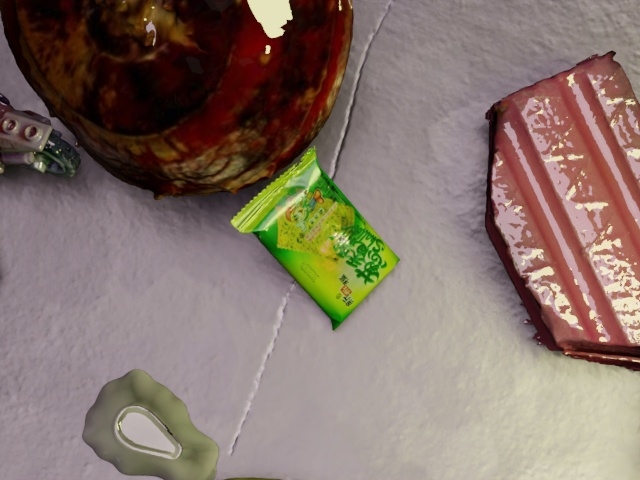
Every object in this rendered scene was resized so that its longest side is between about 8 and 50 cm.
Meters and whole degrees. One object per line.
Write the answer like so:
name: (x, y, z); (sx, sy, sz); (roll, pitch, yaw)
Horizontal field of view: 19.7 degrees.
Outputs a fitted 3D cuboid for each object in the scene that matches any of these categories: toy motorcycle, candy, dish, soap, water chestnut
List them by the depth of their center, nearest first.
water chestnut: (-0.108, -0.211, 1.677); (0.350, 0.302, 0.350); (9, 109, 26)
candy: (0.001, 0.001, 1.701); (0.102, 0.032, 0.178); (-48, 129, -8)
toy motorcycle: (-0.324, -0.115, 1.708); (0.213, 0.122, 0.082); (17, 78, 24)
soap: (0.251, -0.010, 1.712); (0.182, 0.112, 0.289); (-26, 82, -2)
dish: (-0.158, 0.185, 1.730); (0.137, 0.039, 0.091); (35, 84, 6)

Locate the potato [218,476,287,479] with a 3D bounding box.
potato: (-0.060, 0.349, 1.621); (0.330, 0.213, 0.280); (-2, 83, -1)
